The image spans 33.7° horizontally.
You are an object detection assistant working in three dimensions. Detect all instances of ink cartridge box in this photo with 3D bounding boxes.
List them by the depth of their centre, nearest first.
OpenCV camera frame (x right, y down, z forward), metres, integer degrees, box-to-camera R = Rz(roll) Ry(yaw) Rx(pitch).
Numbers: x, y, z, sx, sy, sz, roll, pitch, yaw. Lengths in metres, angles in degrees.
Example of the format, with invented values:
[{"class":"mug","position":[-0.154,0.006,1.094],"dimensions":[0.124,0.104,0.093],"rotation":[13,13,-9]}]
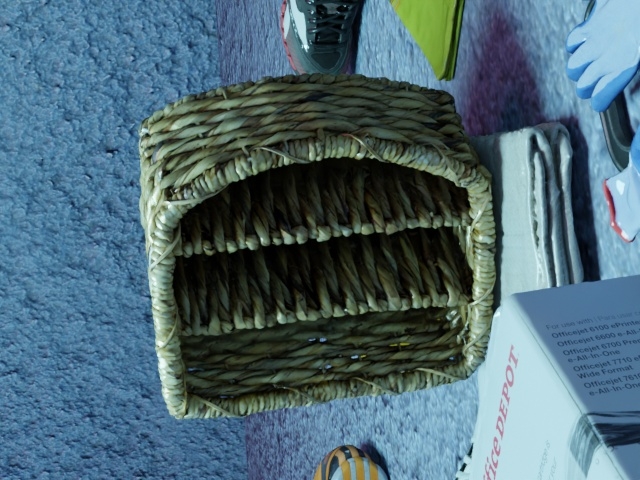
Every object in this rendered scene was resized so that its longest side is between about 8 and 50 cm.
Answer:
[{"class":"ink cartridge box","position":[0.217,0.202,0.676],"dimensions":[0.307,0.129,0.223],"rotation":[-113,20,-50]}]

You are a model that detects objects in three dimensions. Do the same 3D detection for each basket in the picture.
[{"class":"basket","position":[0.000,0.000,0.913],"dimensions":[0.213,0.299,0.223],"rotation":[101,161,-53]}]

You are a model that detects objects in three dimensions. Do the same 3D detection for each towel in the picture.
[{"class":"towel","position":[0.165,-0.008,0.965],"dimensions":[0.282,0.049,0.187],"rotation":[-165,69,-77]},{"class":"towel","position":[0.100,-0.274,1.144],"dimensions":[0.237,0.021,0.102],"rotation":[-112,18,-47]}]

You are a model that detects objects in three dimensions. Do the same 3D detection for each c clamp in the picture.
[{"class":"c clamp","position":[0.221,-0.109,0.723],"dimensions":[0.137,0.022,0.161],"rotation":[110,148,-75]}]

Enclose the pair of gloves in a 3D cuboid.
[{"class":"pair of gloves","position":[0.205,-0.094,0.696],"dimensions":[0.159,0.023,0.198],"rotation":[110,147,-74]}]

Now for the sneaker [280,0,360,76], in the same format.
[{"class":"sneaker","position":[0.004,-0.312,1.366],"dimensions":[0.135,0.097,0.276],"rotation":[-115,22,-59]}]

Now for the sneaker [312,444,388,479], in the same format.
[{"class":"sneaker","position":[0.053,0.475,1.652],"dimensions":[0.180,0.124,0.321],"rotation":[-161,74,-80]}]

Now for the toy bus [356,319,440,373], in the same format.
[{"class":"toy bus","position":[0.062,-0.002,1.288],"dimensions":[0.130,0.108,0.333],"rotation":[95,161,-51]}]

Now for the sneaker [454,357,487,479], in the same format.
[{"class":"sneaker","position":[0.139,0.232,0.984],"dimensions":[0.094,0.153,0.235],"rotation":[173,89,-76]}]
